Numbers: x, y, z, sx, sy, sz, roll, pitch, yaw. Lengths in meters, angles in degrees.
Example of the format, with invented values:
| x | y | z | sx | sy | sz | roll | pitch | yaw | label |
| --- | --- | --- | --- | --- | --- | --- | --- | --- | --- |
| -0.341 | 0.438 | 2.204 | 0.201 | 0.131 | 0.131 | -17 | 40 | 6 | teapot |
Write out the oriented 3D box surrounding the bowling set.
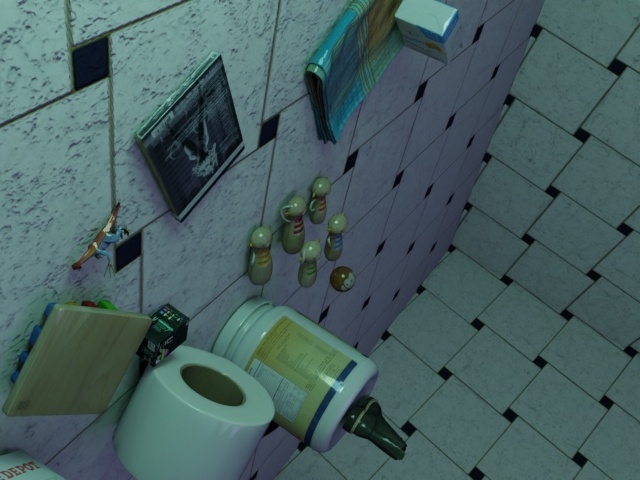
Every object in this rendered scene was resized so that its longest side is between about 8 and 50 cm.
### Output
| x | y | z | sx | sy | sz | roll | pitch | yaw | label |
| --- | --- | --- | --- | --- | --- | --- | --- | --- | --- |
| 0.000 | 0.000 | 1.443 | 0.287 | 0.199 | 0.154 | -51 | 160 | -36 | bowling set |

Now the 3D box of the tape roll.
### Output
| x | y | z | sx | sy | sz | roll | pitch | yaw | label |
| --- | --- | --- | --- | --- | --- | --- | --- | --- | --- |
| -0.226 | 0.325 | 1.263 | 0.169 | 0.246 | 0.246 | -62 | 162 | 9 | tape roll |

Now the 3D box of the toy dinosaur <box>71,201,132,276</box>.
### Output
| x | y | z | sx | sy | sz | roll | pitch | yaw | label |
| --- | --- | --- | --- | --- | --- | --- | --- | --- | --- |
| -0.294 | 0.004 | 0.923 | 0.082 | 0.047 | 0.090 | -29 | 114 | -42 | toy dinosaur |

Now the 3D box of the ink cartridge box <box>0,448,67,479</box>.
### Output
| x | y | z | sx | sy | sz | roll | pitch | yaw | label |
| --- | --- | --- | --- | --- | --- | --- | --- | --- | --- |
| -0.325 | 0.451 | 0.883 | 0.166 | 0.394 | 0.285 | -58 | 174 | -8 | ink cartridge box |

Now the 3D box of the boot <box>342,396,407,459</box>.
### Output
| x | y | z | sx | sy | sz | roll | pitch | yaw | label |
| --- | --- | --- | --- | --- | --- | --- | --- | --- | --- |
| 0.131 | 0.407 | 1.493 | 0.077 | 0.137 | 0.198 | -61 | 163 | 9 | boot |

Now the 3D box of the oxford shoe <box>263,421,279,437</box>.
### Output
| x | y | z | sx | sy | sz | roll | pitch | yaw | label |
| --- | --- | --- | --- | --- | --- | --- | --- | --- | --- |
| -0.223 | 0.426 | 1.566 | 0.348 | 0.130 | 0.123 | -16 | 114 | -55 | oxford shoe |

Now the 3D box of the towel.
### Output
| x | y | z | sx | sy | sz | roll | pitch | yaw | label |
| --- | --- | --- | --- | --- | --- | --- | --- | --- | --- |
| 0.100 | -0.383 | 1.328 | 0.370 | 0.040 | 0.271 | -55 | 163 | -13 | towel |

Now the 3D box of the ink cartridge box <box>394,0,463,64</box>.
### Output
| x | y | z | sx | sy | sz | roll | pitch | yaw | label |
| --- | --- | --- | --- | --- | --- | --- | --- | --- | --- |
| 0.217 | -0.408 | 1.382 | 0.062 | 0.104 | 0.181 | -61 | 163 | 1 | ink cartridge box |

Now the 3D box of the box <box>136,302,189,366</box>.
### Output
| x | y | z | sx | sy | sz | roll | pitch | yaw | label |
| --- | --- | --- | --- | --- | --- | --- | --- | --- | --- |
| -0.270 | 0.159 | 1.188 | 0.083 | 0.052 | 0.062 | -41 | 157 | -46 | box |

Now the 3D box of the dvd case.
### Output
| x | y | z | sx | sy | sz | roll | pitch | yaw | label |
| --- | --- | --- | --- | --- | --- | --- | --- | --- | --- |
| -0.177 | -0.140 | 1.002 | 0.165 | 0.018 | 0.221 | -53 | 161 | -20 | dvd case |

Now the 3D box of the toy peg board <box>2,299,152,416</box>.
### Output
| x | y | z | sx | sy | sz | roll | pitch | yaw | label |
| --- | --- | --- | --- | --- | --- | --- | --- | --- | --- |
| -0.344 | 0.150 | 0.964 | 0.160 | 0.079 | 0.161 | 19 | 102 | -56 | toy peg board |

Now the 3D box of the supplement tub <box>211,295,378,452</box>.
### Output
| x | y | z | sx | sy | sz | roll | pitch | yaw | label |
| --- | --- | --- | --- | --- | --- | --- | --- | --- | --- |
| -0.058 | 0.283 | 1.531 | 0.228 | 0.316 | 0.228 | -50 | 161 | -25 | supplement tub |
